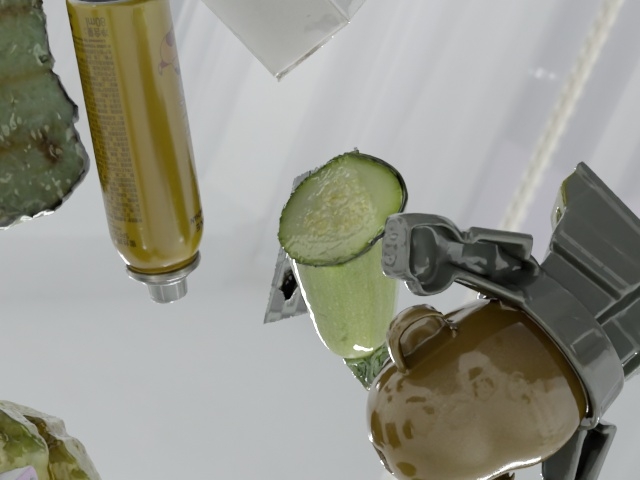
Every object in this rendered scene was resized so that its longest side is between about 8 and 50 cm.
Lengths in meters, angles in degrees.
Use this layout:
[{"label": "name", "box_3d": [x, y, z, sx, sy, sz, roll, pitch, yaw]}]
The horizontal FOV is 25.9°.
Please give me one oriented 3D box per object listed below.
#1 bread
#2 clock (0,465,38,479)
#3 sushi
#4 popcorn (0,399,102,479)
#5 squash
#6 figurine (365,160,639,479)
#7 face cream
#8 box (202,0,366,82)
[{"label": "bread", "box_3d": [-0.451, -0.167, 1.584, 0.239, 0.264, 0.395, -16, -95, -41]}, {"label": "clock", "box_3d": [-0.240, 0.285, 1.061, 0.063, 0.197, 0.150, -13, -178, 1]}, {"label": "sushi", "box_3d": [0.000, 0.000, 1.619, 0.031, 0.201, 0.139, 23, 158, -28]}, {"label": "popcorn", "box_3d": [-0.377, 0.306, 1.393, 0.334, 0.293, 0.292, -19, -116, -10]}, {"label": "squash", "box_3d": [0.020, 0.047, 1.444, 0.137, 0.287, 0.137, 0, -131, 0]}, {"label": "figurine", "box_3d": [0.164, 0.101, 1.165, 0.342, 0.285, 0.167, 54, 164, -8]}, {"label": "face cream", "box_3d": [-0.185, -0.094, 1.457, 0.105, 0.348, 0.105, -5, -154, 2]}, {"label": "box", "box_3d": [-0.053, -0.306, 1.151, 0.274, 0.116, 0.203, 45, -131, -13]}]
